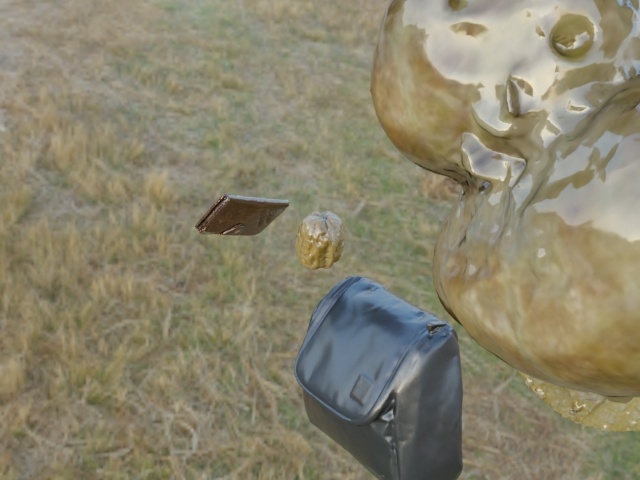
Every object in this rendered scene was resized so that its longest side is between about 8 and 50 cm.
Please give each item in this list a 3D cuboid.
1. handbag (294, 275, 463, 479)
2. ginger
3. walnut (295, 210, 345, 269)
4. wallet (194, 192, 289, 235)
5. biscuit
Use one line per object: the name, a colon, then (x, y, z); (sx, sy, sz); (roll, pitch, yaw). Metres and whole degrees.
handbag: (0.075, 0.214, 1.429); (0.178, 0.274, 0.302); (-20, 26, -24)
ginger: (0.118, -0.068, 0.489); (0.155, 0.244, 0.304); (-25, 83, -23)
walnut: (0.000, 0.000, 1.444); (0.079, 0.096, 0.082); (-20, 46, -28)
wallet: (-0.133, -0.041, 1.607); (0.026, 0.095, 0.176); (55, 25, 19)
biscuit: (0.290, 0.107, 0.949); (0.220, 0.219, 0.033); (18, 36, 20)
